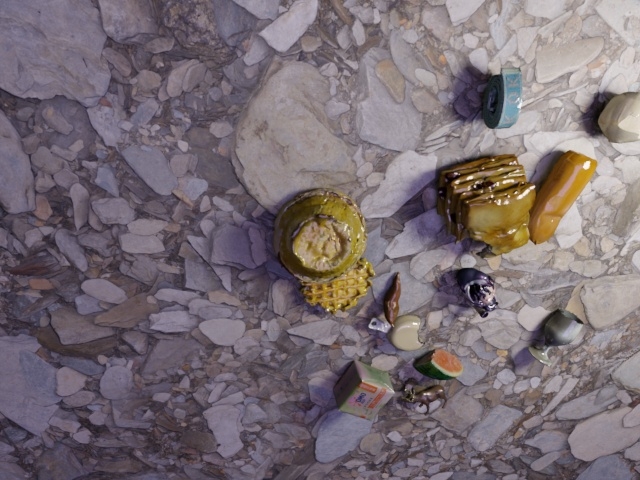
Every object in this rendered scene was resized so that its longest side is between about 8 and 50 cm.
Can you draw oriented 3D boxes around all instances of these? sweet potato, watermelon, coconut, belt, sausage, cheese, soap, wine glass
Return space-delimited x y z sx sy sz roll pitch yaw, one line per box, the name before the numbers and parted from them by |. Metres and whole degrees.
sweet potato | 0.282 0.230 1.646 0.068 0.068 0.226 5 97 -11
watermelon | 0.512 0.571 1.830 0.231 0.128 0.146 29 127 -23
coconut | 1.023 -0.402 1.388 0.160 0.161 0.162 17 104 -16
belt | 0.567 -0.437 1.312 0.082 0.147 0.163 -3 88 -5
sausage | 0.850 -0.148 1.513 0.134 0.116 0.354 7 119 -28
cheese | 0.309 0.384 1.714 0.248 0.071 0.164 0 115 -9
soap | 0.182 0.643 1.786 0.182 0.138 0.200 26 110 -18
wine glass | 1.022 0.419 1.813 0.126 0.126 0.241 19 113 -17

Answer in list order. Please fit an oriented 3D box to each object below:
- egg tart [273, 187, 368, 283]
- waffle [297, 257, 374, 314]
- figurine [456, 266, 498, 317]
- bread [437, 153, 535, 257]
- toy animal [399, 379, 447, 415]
egg tart | 0.000 0.000 1.417 0.344 0.132 0.346 -1 107 -3
waffle | 0.060 0.157 1.570 0.262 0.060 0.280 35 106 -22
figurine | 0.620 0.187 1.646 0.145 0.145 0.222 -28 128 6
bread | 0.588 -0.092 1.458 0.313 0.192 0.370 -16 119 -1
toy animal | 0.463 0.706 1.896 0.214 0.094 0.186 -22 122 -6
